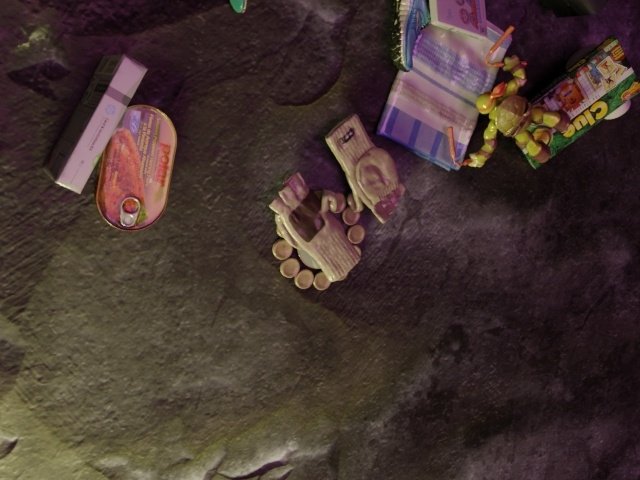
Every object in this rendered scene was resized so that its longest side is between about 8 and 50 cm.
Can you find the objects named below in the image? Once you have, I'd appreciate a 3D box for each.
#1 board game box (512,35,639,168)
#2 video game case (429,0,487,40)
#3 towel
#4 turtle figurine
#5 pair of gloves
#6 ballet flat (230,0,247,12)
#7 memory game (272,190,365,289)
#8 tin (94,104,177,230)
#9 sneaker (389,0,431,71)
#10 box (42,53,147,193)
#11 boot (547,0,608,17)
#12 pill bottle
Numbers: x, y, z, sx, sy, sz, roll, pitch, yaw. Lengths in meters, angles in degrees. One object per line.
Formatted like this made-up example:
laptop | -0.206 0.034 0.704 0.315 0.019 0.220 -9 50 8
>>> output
board game box | 0.502 -0.270 1.366 0.260 0.030 0.136 -39 123 12
video game case | 0.238 -0.439 1.192 0.143 0.019 0.157 0 84 -42
towel | 0.233 -0.290 1.265 0.209 0.034 0.285 21 93 -31
turtle figurine | 0.368 -0.242 1.277 0.217 0.087 0.269 17 95 -30
pair of gloves | 0.033 -0.072 1.191 0.240 0.042 0.204 -50 117 -12
ballet flat | -0.126 -0.404 1.031 0.041 0.041 0.114 -28 116 -20
memory game | 0.000 0.000 1.223 0.186 0.012 0.186 -8 107 -28
tin | -0.277 -0.109 1.025 0.106 0.040 0.189 8 99 -27
sneaker | 0.163 -0.371 1.176 0.073 0.063 0.162 3 103 -12
box | -0.310 -0.162 0.928 0.038 0.145 0.186 30 87 -31
boot | 0.453 -0.680 1.213 0.445 0.146 0.367 40 92 -27
pill bottle | 0.580 -0.325 1.419 0.152 0.086 0.086 43 81 -30
